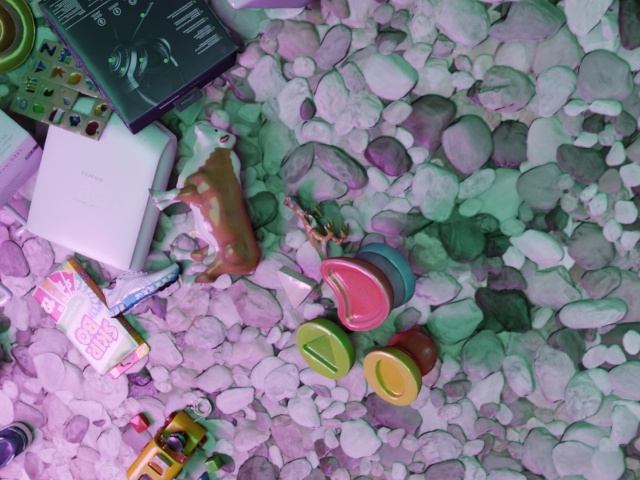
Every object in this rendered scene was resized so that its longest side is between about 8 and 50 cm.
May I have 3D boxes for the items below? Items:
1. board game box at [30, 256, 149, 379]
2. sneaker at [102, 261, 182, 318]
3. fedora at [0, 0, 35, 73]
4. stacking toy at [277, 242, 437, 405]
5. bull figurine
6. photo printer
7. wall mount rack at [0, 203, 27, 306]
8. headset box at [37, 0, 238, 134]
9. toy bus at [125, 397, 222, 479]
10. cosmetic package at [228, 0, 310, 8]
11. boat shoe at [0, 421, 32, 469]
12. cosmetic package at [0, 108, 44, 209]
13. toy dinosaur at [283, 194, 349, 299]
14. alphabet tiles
[{"bbox_3d":[-0.487,0.172,1.844,0.124,0.039,0.259,-39,96,19],"label":"board game box"},{"bbox_3d":[-0.370,0.083,1.776,0.190,0.071,0.083,-30,82,13],"label":"sneaker"},{"bbox_3d":[-0.662,-0.415,1.699,0.194,0.079,0.194,1,103,4],"label":"fedora"},{"bbox_3d":[0.081,0.140,1.668,0.279,0.130,0.309,5,120,41],"label":"stacking toy"},{"bbox_3d":[-0.217,-0.064,1.663,0.188,0.101,0.310,-19,105,-9],"label":"bull figurine"},{"bbox_3d":[-0.427,-0.121,1.714,0.256,0.107,0.308,22,108,7],"label":"photo printer"},{"bbox_3d":[-0.752,0.070,1.772,0.304,0.350,0.130,-22,133,15],"label":"wall mount rack"},{"bbox_3d":[-0.316,-0.364,1.570,0.246,0.131,0.283,-38,94,-7],"label":"headset box"},{"bbox_3d":[-0.321,0.449,1.836,0.190,0.104,0.202,-5,103,14],"label":"toy bus"},{"bbox_3d":[-0.027,-0.581,1.353,0.329,0.394,0.327,-28,97,18],"label":"cosmetic package"},{"bbox_3d":[-0.763,0.500,1.965,0.254,0.079,0.095,-28,97,18],"label":"boat shoe"},{"bbox_3d":[-0.651,-0.176,1.688,0.151,0.184,0.151,39,80,1],"label":"cosmetic package"},{"bbox_3d":[0.000,0.000,1.682,0.112,0.064,0.212,-15,100,43],"label":"toy dinosaur"},{"bbox_3d":[-0.460,-0.324,1.660,0.198,0.009,0.237,20,79,13],"label":"alphabet tiles"}]
